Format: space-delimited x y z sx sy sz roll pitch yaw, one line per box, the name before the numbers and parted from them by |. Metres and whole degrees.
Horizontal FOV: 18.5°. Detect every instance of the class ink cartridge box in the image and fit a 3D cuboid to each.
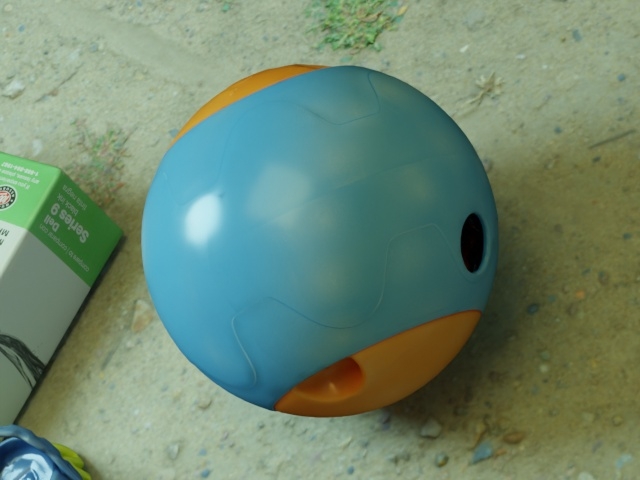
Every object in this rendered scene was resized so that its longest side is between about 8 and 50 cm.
ink cartridge box | -0.354 0.061 1.844 0.211 0.121 0.289 15 68 35

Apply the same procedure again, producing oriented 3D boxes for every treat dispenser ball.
treat dispenser ball | 0.000 0.000 1.590 0.288 0.288 0.288 -14 54 20

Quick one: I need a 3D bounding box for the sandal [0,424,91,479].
sandal | -0.214 0.261 1.632 0.126 0.138 0.317 -45 52 -7
